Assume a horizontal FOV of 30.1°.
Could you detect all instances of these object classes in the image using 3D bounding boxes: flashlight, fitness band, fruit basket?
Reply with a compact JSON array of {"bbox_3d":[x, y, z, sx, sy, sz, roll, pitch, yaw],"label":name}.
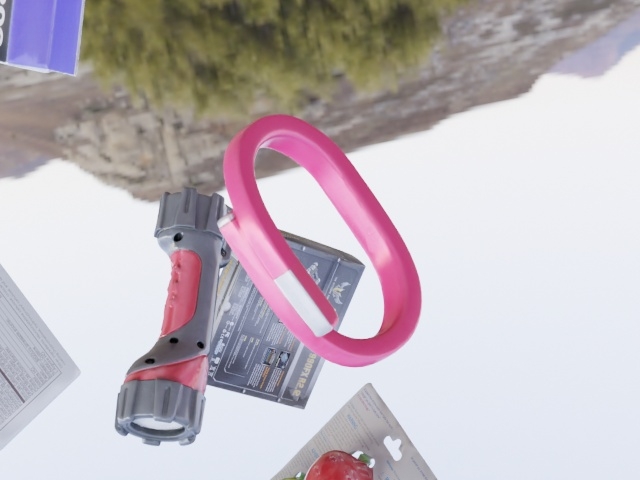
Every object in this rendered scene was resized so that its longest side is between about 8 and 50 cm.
[{"bbox_3d":[-0.172,0.083,1.393,0.103,0.304,0.103,-6,151,17],"label":"flashlight"},{"bbox_3d":[0.000,0.000,1.276,0.054,0.291,0.209,-31,-176,37],"label":"fitness band"},{"bbox_3d":[0.004,0.400,1.644,0.353,0.165,0.327,-41,-152,0],"label":"fruit basket"}]

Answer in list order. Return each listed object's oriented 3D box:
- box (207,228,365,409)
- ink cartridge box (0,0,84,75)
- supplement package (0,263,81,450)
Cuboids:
[{"bbox_3d":[-0.064,0.105,1.652,0.183,0.231,0.056,18,-170,-29],"label":"box"},{"bbox_3d":[-0.260,-0.254,1.035,0.045,0.206,0.208,2,-170,-37],"label":"ink cartridge box"},{"bbox_3d":[-0.340,0.105,0.750,0.199,0.198,0.263,-24,-164,41],"label":"supplement package"}]
